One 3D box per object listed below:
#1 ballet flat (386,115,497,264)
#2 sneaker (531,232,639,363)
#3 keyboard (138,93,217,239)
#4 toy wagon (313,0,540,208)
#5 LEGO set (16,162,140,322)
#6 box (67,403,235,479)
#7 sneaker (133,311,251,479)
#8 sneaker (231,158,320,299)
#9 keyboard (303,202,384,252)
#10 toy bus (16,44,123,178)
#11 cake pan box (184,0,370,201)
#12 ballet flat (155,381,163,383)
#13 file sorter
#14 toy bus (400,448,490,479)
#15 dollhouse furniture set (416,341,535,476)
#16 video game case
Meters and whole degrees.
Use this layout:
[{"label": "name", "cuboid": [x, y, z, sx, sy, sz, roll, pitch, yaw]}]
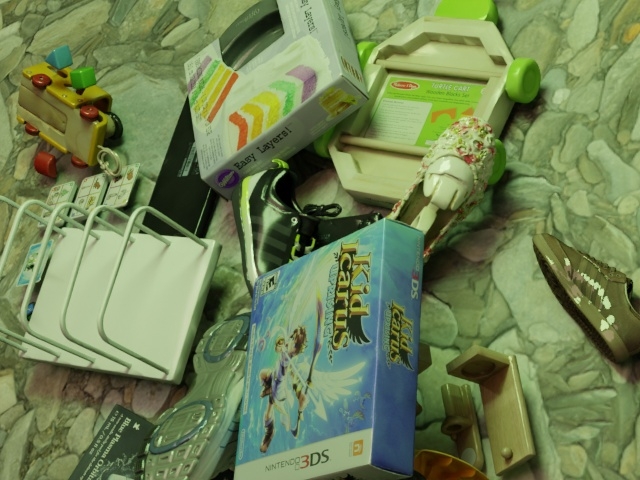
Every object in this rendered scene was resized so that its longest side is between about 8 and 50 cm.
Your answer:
[{"label": "ballet flat", "cuboid": [0.133, -0.034, 1.663, 0.241, 0.091, 0.077, -60, 1, 21]}, {"label": "sneaker", "cuboid": [0.305, 0.055, 1.558, 0.071, 0.066, 0.188, -28, 54, -5]}, {"label": "keyboard", "cuboid": [-0.145, -0.111, 1.971, 0.202, 0.033, 0.317, -3, 62, 40]}, {"label": "toy wagon", "cuboid": [0.151, -0.198, 1.804, 0.267, 0.068, 0.344, 13, 69, 38]}, {"label": "LEGO set", "cuboid": [-0.345, 0.013, 2.028, 0.182, 0.060, 0.244, -13, 48, 33]}, {"label": "box", "cuboid": [-0.217, 0.306, 1.715, 0.158, 0.093, 0.156, 22, 76, 39]}, {"label": "sneaker", "cuboid": [-0.109, 0.216, 1.625, 0.111, 0.129, 0.297, -11, 34, 37]}, {"label": "sneaker", "cuboid": [-0.045, 0.003, 1.764, 0.097, 0.084, 0.234, -27, 65, 22]}, {"label": "keyboard", "cuboid": [0.000, 0.000, 1.811, 0.180, 0.023, 0.108, -7, 65, 29]}, {"label": "toy bus", "cuboid": [-0.358, -0.189, 2.106, 0.191, 0.202, 0.104, -13, 13, 42]}, {"label": "cake pan box", "cuboid": [-0.065, -0.217, 1.892, 0.246, 0.070, 0.267, -32, 42, 20]}, {"label": "ballet flat", "cuboid": [-0.192, 0.108, 1.865, 0.057, 0.049, 0.173, 8, 70, 8]}, {"label": "file sorter", "cuboid": [-0.307, 0.054, 1.817, 0.278, 0.173, 0.192, 5, 71, 34]}, {"label": "toy bus", "cuboid": [0.058, 0.333, 1.493, 0.211, 0.149, 0.220, -4, 62, 47]}, {"label": "dollhouse furniture set", "cuboid": [0.118, 0.191, 1.517, 0.144, 0.151, 0.123, -41, 43, 38]}, {"label": "video game case", "cuboid": [0.006, 0.137, 1.512, 0.244, 0.061, 0.269, -24, 53, 48]}]
